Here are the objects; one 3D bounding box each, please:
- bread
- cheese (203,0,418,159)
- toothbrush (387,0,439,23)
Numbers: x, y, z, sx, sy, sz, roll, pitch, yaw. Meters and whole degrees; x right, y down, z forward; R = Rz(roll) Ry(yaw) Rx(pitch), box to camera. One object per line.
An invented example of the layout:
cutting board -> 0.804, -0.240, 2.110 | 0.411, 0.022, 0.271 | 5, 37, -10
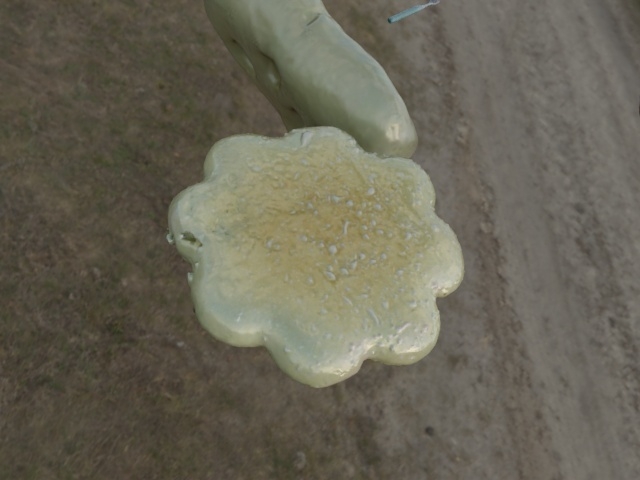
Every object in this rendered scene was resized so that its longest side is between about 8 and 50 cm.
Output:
bread -> 0.000, 0.000, 0.796 | 0.316, 0.054, 0.316 | 6, 57, -9
cheese -> -0.009, -0.227, 1.031 | 0.351, 0.129, 0.328 | 56, -6, -28
toothbrush -> 0.154, -0.375, 1.262 | 0.011, 0.014, 0.167 | 49, 45, 5
